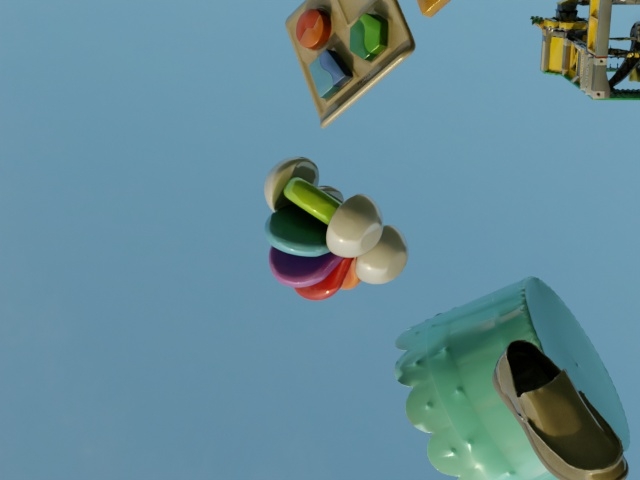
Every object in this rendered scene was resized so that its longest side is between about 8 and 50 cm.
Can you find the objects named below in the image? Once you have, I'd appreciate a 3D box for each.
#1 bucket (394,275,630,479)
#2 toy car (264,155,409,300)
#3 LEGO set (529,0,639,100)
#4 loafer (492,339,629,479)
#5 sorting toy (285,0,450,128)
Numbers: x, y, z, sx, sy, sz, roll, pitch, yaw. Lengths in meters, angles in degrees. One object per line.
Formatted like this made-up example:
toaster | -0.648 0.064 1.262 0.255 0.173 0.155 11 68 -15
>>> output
bucket | 0.242 0.190 1.314 0.281 0.183 0.281 45 -154 -29
toy car | 0.000 0.000 1.233 0.159 0.182 0.136 35 -95 35
LEGO set | 0.410 -0.272 1.198 0.331 0.192 0.255 3 -161 7
loafer | 0.178 0.131 0.814 0.056 0.050 0.148 -29 -137 -13
sorting toy | 0.064 -0.340 1.585 0.041 0.307 0.229 8 -124 -42
